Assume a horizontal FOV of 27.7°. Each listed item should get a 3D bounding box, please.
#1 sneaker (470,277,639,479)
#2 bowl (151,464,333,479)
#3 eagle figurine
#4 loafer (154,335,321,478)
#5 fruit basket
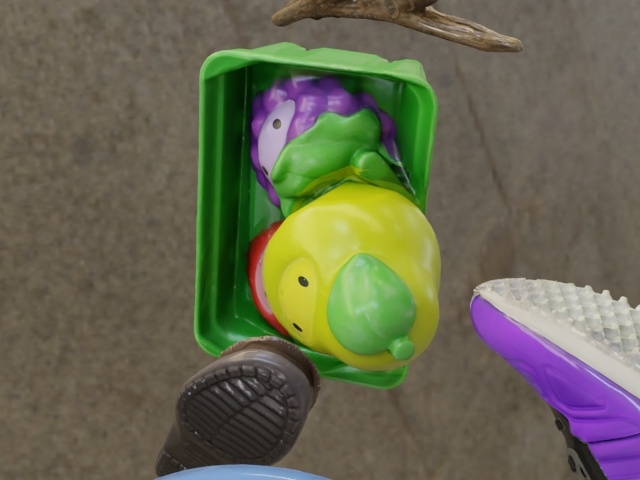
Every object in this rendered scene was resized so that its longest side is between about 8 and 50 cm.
[{"bbox_3d":[0.190,0.134,0.767,0.102,0.293,0.146,-2,119,-52],"label":"sneaker"},{"bbox_3d":[-0.045,0.351,0.912,0.077,0.391,0.391,-52,130,-69],"label":"bowl"},{"bbox_3d":[0.060,-0.290,0.977,0.226,0.225,0.298,24,71,-17],"label":"eagle figurine"},{"bbox_3d":[-0.093,0.189,1.486,0.134,0.366,0.130,39,54,-2],"label":"loafer"},{"bbox_3d":[0.000,0.000,1.330,0.392,0.283,0.392,10,90,-79],"label":"fruit basket"}]
